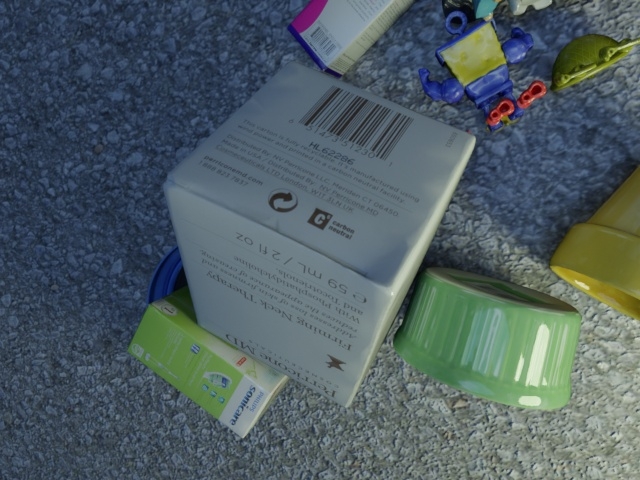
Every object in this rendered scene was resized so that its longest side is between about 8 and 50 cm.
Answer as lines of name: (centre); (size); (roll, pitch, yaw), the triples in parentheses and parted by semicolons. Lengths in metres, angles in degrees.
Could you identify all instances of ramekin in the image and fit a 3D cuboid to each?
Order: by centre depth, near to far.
ramekin: (0.291, 0.151, 0.865); (0.303, 0.303, 0.148); (15, 98, 14)

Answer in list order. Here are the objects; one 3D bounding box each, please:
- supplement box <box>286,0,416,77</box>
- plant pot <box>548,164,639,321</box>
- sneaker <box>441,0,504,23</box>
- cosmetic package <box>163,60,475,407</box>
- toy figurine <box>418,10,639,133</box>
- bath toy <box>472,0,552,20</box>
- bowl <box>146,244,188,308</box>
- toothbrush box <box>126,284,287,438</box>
supplement box: (0.065, -0.424, 0.916); (0.220, 0.114, 0.111); (-40, 86, 22)
plant pot: (0.544, 0.001, 0.791); (0.254, 0.254, 0.239); (31, 92, 10)
sneaker: (0.317, -0.523, 0.836); (0.319, 0.112, 0.131); (-46, 42, 32)
cosmetic package: (0.000, 0.000, 0.820); (0.329, 0.327, 0.394); (25, 145, 13)
toy figurine: (0.294, -0.310, 0.833); (0.362, 0.191, 0.217); (-29, 86, 19)
bath toy: (0.397, -0.451, 0.751); (0.348, 0.151, 0.129); (-13, 87, -2)
bowl: (-0.212, 0.171, 1.140); (0.391, 0.077, 0.391); (3, 102, 17)
toothbrush box: (-0.198, 0.219, 0.995); (0.283, 0.206, 0.122); (34, 108, 9)
